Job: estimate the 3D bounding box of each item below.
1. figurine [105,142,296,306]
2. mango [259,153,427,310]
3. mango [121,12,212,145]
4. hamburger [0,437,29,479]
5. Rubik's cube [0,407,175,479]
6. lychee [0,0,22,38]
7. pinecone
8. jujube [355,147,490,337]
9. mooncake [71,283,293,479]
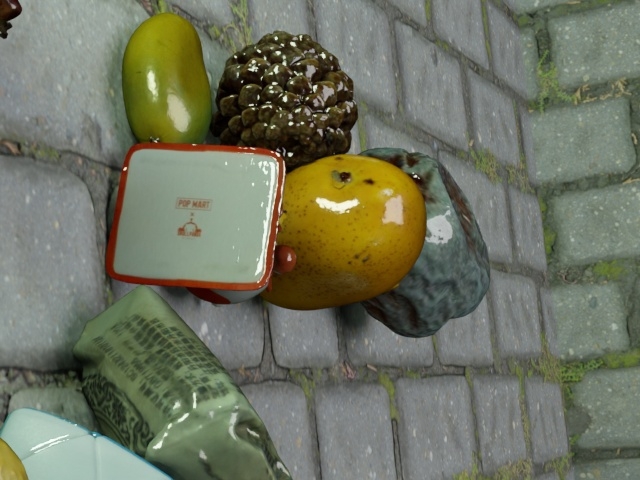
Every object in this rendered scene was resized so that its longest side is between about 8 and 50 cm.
[{"bbox_3d":[-0.110,0.007,1.513,0.226,0.183,0.160,57,39,-69],"label":"figurine"},{"bbox_3d":[0.000,0.000,1.663,0.191,0.290,0.160,12,58,-28],"label":"mango"},{"bbox_3d":[-0.177,-0.179,1.516,0.122,0.085,0.191,25,49,-52],"label":"mango"},{"bbox_3d":[-0.293,0.221,1.032,0.162,0.115,0.162,-7,90,-66],"label":"hamburger"},{"bbox_3d":[-0.168,0.295,1.178,0.254,0.254,0.254,-9,90,-68],"label":"Rubik's cube"},{"bbox_3d":[-0.308,-0.288,0.997,0.300,0.264,0.264,54,26,-3],"label":"lychee"},{"bbox_3d":[-0.049,-0.175,1.698,0.184,0.179,0.204,44,26,-47],"label":"pinecone"},{"bbox_3d":[0.120,0.001,1.982,0.246,0.215,0.308,-87,152,-52],"label":"jujube"},{"bbox_3d":[-0.133,0.200,1.323,0.254,0.136,0.250,41,-18,49],"label":"mooncake"}]
